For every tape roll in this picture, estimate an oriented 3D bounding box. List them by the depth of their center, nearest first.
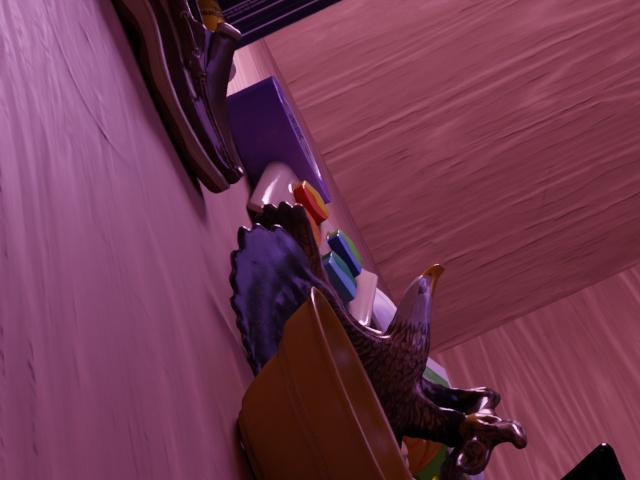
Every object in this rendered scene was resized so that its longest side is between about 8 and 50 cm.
[{"bbox_3d":[-0.060,-0.121,1.909,0.189,0.080,0.189,-24,90,-87],"label":"tape roll"}]

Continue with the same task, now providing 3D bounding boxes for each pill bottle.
[{"bbox_3d":[-0.138,-0.238,1.681,0.065,0.065,0.116,59,8,-58],"label":"pill bottle"}]

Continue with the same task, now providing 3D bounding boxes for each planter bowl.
[{"bbox_3d":[0.000,0.149,1.022,0.217,0.090,0.217,-24,90,-85],"label":"planter bowl"}]

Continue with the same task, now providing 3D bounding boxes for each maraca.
[{"bbox_3d":[0.097,0.217,1.614,0.099,0.127,0.185,13,-14,45],"label":"maraca"}]

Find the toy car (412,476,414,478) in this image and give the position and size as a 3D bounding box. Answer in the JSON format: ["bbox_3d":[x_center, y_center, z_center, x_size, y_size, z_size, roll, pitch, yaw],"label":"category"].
[{"bbox_3d":[0.076,0.281,1.717,0.122,0.060,0.040,40,17,-1],"label":"toy car"}]

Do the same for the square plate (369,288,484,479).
[{"bbox_3d":[0.117,0.180,2.091,0.347,0.049,0.344,60,-5,-17],"label":"square plate"}]

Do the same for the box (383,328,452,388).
[{"bbox_3d":[0.092,0.184,1.709,0.101,0.102,0.087,36,14,-20],"label":"box"}]

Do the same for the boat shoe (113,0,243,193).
[{"bbox_3d":[-0.119,-0.175,1.345,0.095,0.095,0.257,14,52,-85],"label":"boat shoe"}]

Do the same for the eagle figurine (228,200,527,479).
[{"bbox_3d":[0.034,0.104,1.301,0.225,0.298,0.226,-65,-176,-37],"label":"eagle figurine"}]

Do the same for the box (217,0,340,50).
[{"bbox_3d":[-0.091,-0.448,1.909,0.294,0.296,0.183,62,5,-49],"label":"box"}]

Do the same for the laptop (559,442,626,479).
[{"bbox_3d":[0.249,0.472,1.251,0.236,0.408,0.382,25,31,-28],"label":"laptop"}]

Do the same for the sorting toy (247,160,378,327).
[{"bbox_3d":[0.000,0.000,1.743,0.208,0.038,0.193,50,17,-11],"label":"sorting toy"}]

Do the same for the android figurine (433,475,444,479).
[{"bbox_3d":[0.157,0.371,1.979,0.273,0.056,0.248,-105,169,-64],"label":"android figurine"}]

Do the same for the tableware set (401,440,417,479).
[{"bbox_3d":[0.056,0.223,1.428,0.168,0.020,0.141,32,23,-33],"label":"tableware set"}]
